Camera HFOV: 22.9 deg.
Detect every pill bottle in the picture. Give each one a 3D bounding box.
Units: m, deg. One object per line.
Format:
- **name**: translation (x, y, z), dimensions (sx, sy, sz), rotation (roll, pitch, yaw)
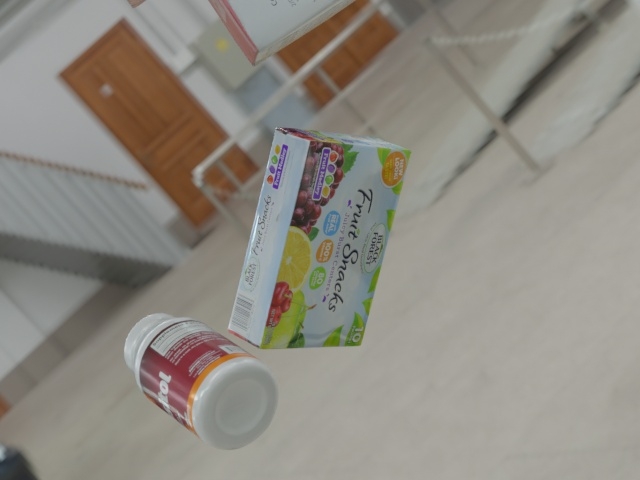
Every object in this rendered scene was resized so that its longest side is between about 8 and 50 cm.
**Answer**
- **pill bottle**: translation (-0.110, 0.120, 1.401), dimensions (0.086, 0.086, 0.152), rotation (-44, 37, -15)

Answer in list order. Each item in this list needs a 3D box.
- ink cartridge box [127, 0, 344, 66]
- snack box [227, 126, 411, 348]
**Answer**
- **ink cartridge box**: translation (-0.040, -0.255, 1.478), dimensions (0.272, 0.130, 0.309), rotation (-34, 5, 0)
- **snack box**: translation (0.000, 0.000, 1.049), dimensions (0.100, 0.037, 0.141), rotation (1, -73, -47)
